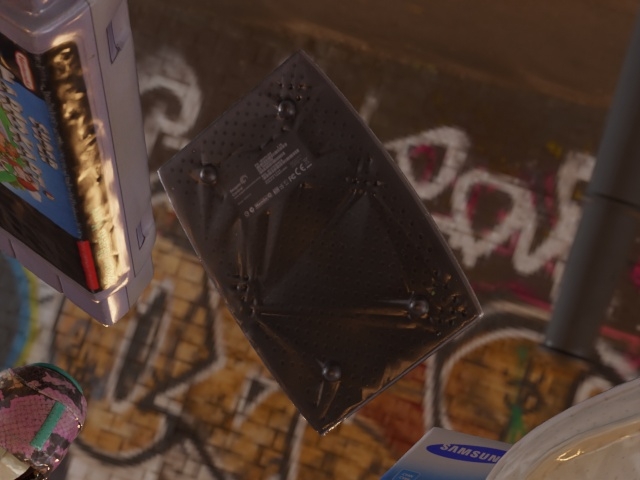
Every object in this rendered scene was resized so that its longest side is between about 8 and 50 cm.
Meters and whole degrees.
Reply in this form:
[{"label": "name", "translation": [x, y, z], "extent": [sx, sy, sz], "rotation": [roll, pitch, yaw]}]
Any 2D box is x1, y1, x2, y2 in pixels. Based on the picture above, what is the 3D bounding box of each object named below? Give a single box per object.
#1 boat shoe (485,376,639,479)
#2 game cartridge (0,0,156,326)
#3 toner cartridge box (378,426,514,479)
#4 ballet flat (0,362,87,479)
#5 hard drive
[{"label": "boat shoe", "translation": [0.177, 0.078, 0.372], "extent": [0.367, 0.136, 0.156], "rotation": [-9, 154, 40]}, {"label": "game cartridge", "translation": [-0.184, -0.098, 0.597], "extent": [0.230, 0.068, 0.355], "rotation": [38, 157, 15]}, {"label": "toner cartridge box", "translation": [0.219, 0.283, 1.206], "extent": [0.347, 0.075, 0.165], "rotation": [7, -153, 36]}, {"label": "ballet flat", "translation": [-0.223, 0.142, 0.757], "extent": [0.077, 0.079, 0.221], "rotation": [44, 132, -18]}, {"label": "hard drive", "translation": [0.000, 0.000, 0.952], "extent": [0.255, 0.172, 0.054], "rotation": [57, -164, 20]}]
